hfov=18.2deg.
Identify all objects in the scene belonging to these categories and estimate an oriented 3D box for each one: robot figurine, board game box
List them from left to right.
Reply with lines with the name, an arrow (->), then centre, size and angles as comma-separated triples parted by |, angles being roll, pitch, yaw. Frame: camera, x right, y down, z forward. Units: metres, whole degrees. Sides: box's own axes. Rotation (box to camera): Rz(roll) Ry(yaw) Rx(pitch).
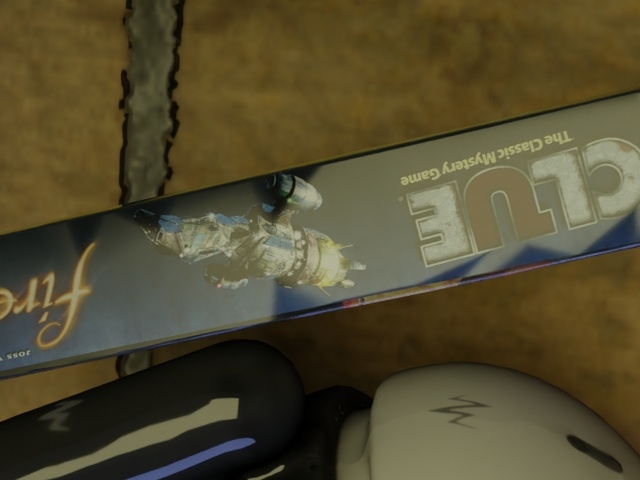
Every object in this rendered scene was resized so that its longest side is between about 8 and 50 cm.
robot figurine -> -0.016, 0.142, 0.622 | 0.278, 0.209, 0.173 | -22, 70, 15
board game box -> 0.000, 0.000, 0.612 | 0.243, 0.165, 0.042 | -12, 90, 15
